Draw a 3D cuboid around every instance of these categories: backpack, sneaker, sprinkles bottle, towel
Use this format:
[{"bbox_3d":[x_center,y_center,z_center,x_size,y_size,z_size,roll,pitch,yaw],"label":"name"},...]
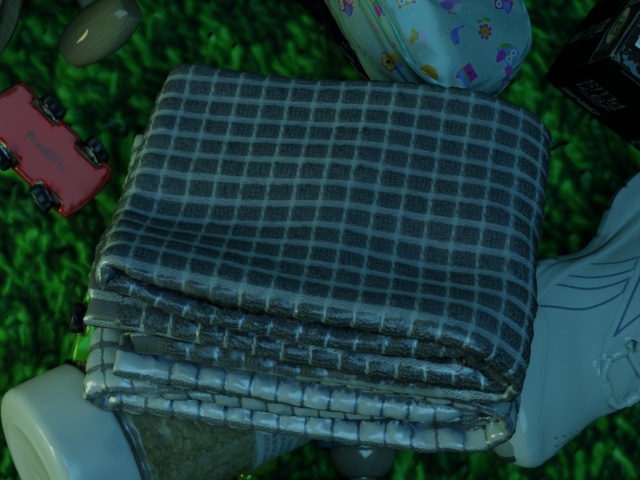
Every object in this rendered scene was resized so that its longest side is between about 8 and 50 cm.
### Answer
[{"bbox_3d":[0.068,-0.176,1.311,0.152,0.115,0.182,-30,97,-12],"label":"backpack"},{"bbox_3d":[0.220,0.052,1.274,0.297,0.129,0.111,-45,137,-32],"label":"sneaker"},{"bbox_3d":[-0.035,0.087,1.249,0.355,0.121,0.121,-24,94,-24],"label":"sprinkles bottle"},{"bbox_3d":[0.000,0.000,1.166,0.284,0.121,0.235,8,48,3],"label":"towel"}]

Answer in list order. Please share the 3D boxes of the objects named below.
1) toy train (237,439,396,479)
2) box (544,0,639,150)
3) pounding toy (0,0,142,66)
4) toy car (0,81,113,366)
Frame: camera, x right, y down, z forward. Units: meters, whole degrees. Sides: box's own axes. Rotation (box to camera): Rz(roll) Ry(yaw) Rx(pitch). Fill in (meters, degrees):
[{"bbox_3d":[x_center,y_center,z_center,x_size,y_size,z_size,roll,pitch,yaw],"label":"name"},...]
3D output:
[{"bbox_3d":[-0.058,0.198,1.296,0.248,0.105,0.143,2,78,-10],"label":"toy train"},{"bbox_3d":[0.274,-0.103,1.333,0.180,0.147,0.077,36,83,-9],"label":"box"},{"bbox_3d":[-0.267,-0.194,1.265,0.269,0.155,0.154,42,110,-10],"label":"pounding toy"},{"bbox_3d":[-0.142,0.020,1.300,0.239,0.053,0.225,12,88,-10],"label":"toy car"}]
